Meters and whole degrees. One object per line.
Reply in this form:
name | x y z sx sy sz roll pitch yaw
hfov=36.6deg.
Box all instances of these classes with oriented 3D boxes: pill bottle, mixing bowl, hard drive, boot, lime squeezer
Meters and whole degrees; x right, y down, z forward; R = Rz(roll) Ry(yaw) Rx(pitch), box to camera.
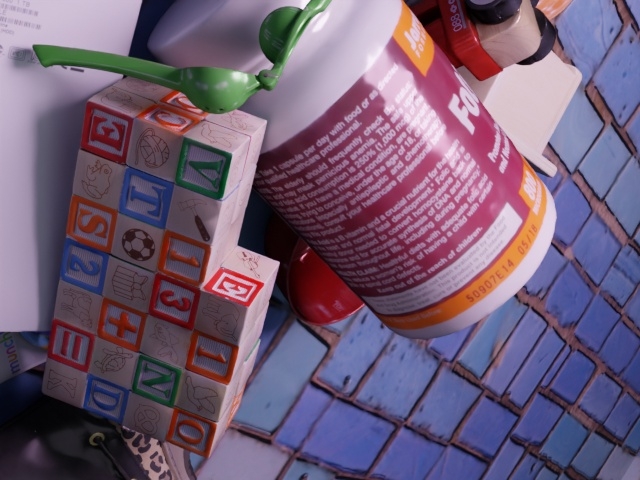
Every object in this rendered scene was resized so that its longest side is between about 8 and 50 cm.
pill bottle | 0.035 -0.106 0.937 0.224 0.224 0.392 -49 116 -11
mixing bowl | 0.000 0.000 1.149 0.181 0.098 0.181 -25 129 -34
hard drive | -0.283 -0.093 0.774 0.233 0.047 0.353 5 110 -40
boot | -0.269 0.306 1.029 0.284 0.138 0.377 -26 131 -31
lime squeezer | -0.059 -0.166 0.761 0.310 0.110 0.059 -26 165 -1

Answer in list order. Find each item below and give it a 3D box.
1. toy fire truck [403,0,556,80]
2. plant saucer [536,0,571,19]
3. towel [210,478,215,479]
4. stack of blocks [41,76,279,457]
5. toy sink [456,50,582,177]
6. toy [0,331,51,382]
toy fire truck | 0.116 -0.250 1.076 0.246 0.217 0.158 -24 149 25
plant saucer | 0.291 -0.383 1.258 0.200 0.037 0.200 -26 131 -33
towel | -0.244 0.481 1.255 0.324 0.038 0.248 -32 135 -31
stack of blocks | -0.131 0.027 0.849 0.087 0.171 0.297 -57 165 -61
toy sink | 0.221 -0.193 1.216 0.234 0.152 0.131 24 95 -50
toy | -0.231 0.058 0.978 0.237 0.056 0.137 -27 130 -33
